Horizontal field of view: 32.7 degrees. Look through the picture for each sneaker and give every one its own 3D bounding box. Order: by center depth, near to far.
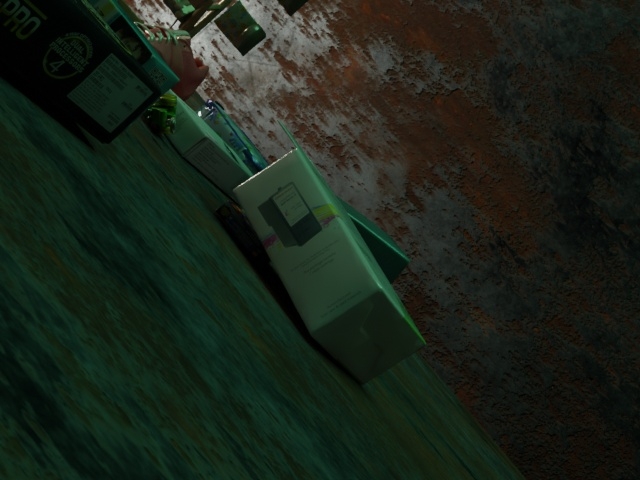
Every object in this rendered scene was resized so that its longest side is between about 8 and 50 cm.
[{"bbox_3d":[-0.311,-0.356,1.997,0.116,0.136,0.314,50,3,29],"label":"sneaker"}]

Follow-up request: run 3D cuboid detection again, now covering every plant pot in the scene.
[{"bbox_3d":[0.000,0.000,1.870,0.234,0.165,0.165,41,5,-19],"label":"plant pot"}]

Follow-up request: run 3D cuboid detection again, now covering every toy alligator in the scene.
[{"bbox_3d":[-0.252,-0.196,1.701,0.051,0.056,0.189,6,14,-9],"label":"toy alligator"}]

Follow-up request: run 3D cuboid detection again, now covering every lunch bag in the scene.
[{"bbox_3d":[-0.171,-0.166,2.165,0.219,0.090,0.176,52,1,31],"label":"lunch bag"}]

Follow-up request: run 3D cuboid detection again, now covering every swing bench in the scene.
[{"bbox_3d":[-0.382,-0.538,2.421,0.253,0.255,0.165,48,18,-1],"label":"swing bench"}]

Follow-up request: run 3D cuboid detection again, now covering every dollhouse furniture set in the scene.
[{"bbox_3d":[-0.275,-0.525,2.180,0.362,0.394,0.256,49,3,-1],"label":"dollhouse furniture set"}]

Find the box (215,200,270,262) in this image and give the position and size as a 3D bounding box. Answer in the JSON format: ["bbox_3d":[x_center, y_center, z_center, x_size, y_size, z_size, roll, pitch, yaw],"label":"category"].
[{"bbox_3d":[-0.108,-0.011,1.636,0.094,0.027,0.137,52,3,7],"label":"box"}]

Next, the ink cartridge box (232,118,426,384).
[{"bbox_3d":[-0.002,0.013,1.584,0.353,0.119,0.207,60,6,35],"label":"ink cartridge box"}]

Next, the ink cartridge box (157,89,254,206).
[{"bbox_3d":[-0.228,-0.194,1.937,0.239,0.060,0.275,52,4,26],"label":"ink cartridge box"}]

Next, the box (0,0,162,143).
[{"bbox_3d":[-0.345,-0.291,1.020,0.318,0.097,0.395,47,2,31],"label":"box"}]

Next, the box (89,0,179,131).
[{"bbox_3d":[-0.286,-0.255,1.415,0.244,0.100,0.060,51,4,36],"label":"box"}]
